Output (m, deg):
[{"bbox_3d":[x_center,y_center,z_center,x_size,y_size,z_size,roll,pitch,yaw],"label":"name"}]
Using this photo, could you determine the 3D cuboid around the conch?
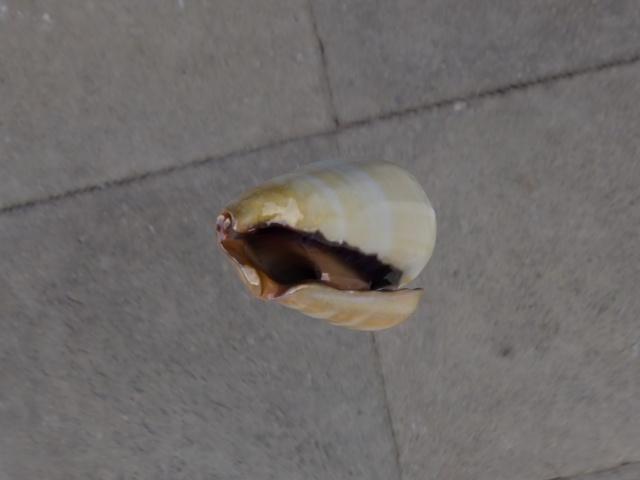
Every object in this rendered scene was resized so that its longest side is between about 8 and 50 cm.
[{"bbox_3d":[-0.007,0.003,1.053,0.127,0.255,0.158,-17,76,43],"label":"conch"}]
